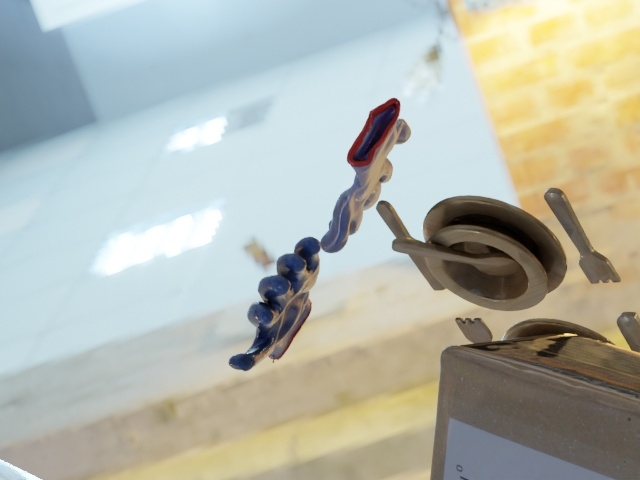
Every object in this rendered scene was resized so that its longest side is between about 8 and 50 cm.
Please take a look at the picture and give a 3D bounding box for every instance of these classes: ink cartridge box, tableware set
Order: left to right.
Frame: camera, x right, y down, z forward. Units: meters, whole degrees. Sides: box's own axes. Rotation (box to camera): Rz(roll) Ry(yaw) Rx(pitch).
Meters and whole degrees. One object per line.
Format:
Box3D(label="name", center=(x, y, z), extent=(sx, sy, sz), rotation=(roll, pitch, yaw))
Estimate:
Box3D(label="tableware set", center=(0.121, 0.050, 1.098), extent=(0.128, 0.194, 0.039), rotation=(-4, -134, 38))
Box3D(label="ink cartridge box", center=(0.132, 0.173, 0.797), extent=(0.088, 0.234, 0.193), rotation=(-2, -170, -36))

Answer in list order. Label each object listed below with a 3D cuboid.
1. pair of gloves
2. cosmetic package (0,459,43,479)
Box3D(label="pair of gloves", center=(0.000, 0.000, 1.146), extent=(0.198, 0.023, 0.159), rotation=(-57, 172, -12))
Box3D(label="cosmetic package", center=(-0.211, 0.190, 0.765), extent=(0.161, 0.453, 0.230), rotation=(31, -94, 40))
